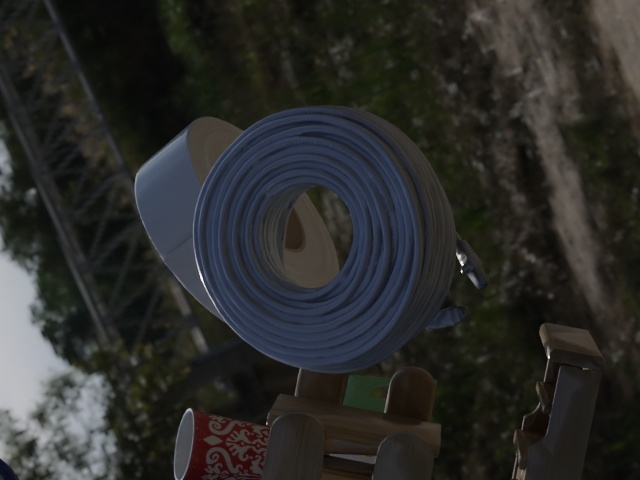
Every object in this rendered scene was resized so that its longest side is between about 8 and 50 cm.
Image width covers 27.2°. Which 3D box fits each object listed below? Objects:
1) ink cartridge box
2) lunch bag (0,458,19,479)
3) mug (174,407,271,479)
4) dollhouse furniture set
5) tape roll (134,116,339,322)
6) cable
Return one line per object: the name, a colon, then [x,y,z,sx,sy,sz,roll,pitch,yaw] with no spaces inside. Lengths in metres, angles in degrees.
ink cartridge box: [0.100,0.329,2.293,0.056,0.171,0.235,65,-148,-52]
lunch bag: [-0.429,0.339,1.348,0.115,0.303,0.243,-50,-50,-61]
mug: [-0.133,0.324,2.038,0.150,0.169,0.113,-179,99,-73]
dollhouse furniture set: [0.138,0.220,1.698,0.362,0.394,0.256,-50,-30,-81]
tape roll: [-0.104,-0.019,1.702,0.286,0.100,0.286,43,-157,-24]
cable: [0.000,0.000,1.257,0.089,0.257,0.257,-2,-115,-64]
